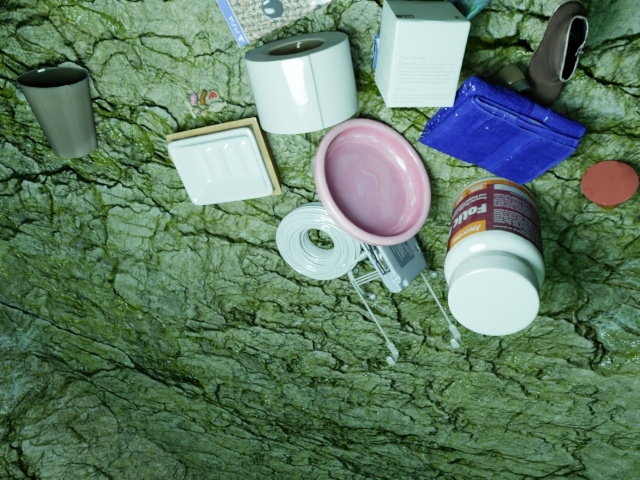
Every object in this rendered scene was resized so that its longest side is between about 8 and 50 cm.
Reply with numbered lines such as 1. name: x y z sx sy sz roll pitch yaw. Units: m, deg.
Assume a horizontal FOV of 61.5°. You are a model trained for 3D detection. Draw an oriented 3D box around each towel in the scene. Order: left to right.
1. towel: 0.412 -0.235 1.237 0.308 0.076 0.227 19 147 -15

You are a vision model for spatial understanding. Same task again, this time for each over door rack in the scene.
1. over door rack: 0.254 0.190 1.629 0.240 0.108 0.324 -24 92 30

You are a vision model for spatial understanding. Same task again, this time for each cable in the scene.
1. cable: 0.000 0.000 1.612 0.257 0.089 0.257 39 127 -9

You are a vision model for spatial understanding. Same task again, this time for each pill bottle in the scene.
1. pill bottle: 0.417 0.028 1.298 0.224 0.392 0.224 9 125 13

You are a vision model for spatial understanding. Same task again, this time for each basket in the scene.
1. basket: -0.745 -0.368 1.571 0.204 0.154 0.226 7 129 12

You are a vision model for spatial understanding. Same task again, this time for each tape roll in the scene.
1. tape roll: -0.042 -0.374 1.267 0.246 0.246 0.169 0 124 19

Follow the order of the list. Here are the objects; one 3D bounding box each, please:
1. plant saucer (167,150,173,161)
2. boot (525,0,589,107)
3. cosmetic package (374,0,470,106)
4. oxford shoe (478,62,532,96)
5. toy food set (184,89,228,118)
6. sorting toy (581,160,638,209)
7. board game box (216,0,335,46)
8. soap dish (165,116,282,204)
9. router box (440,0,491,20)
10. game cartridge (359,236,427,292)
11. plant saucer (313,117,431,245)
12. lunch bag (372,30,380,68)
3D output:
1. plant saucer: -0.421 -0.257 1.620 0.084 0.013 0.083 9 127 13
2. boot: 0.487 -0.363 1.119 0.090 0.207 0.248 10 126 12
3. cosmetic package: 0.210 -0.400 1.153 0.151 0.151 0.183 -1 128 -7
4. oxford shoe: 0.382 -0.333 1.269 0.227 0.083 0.096 -32 75 43
5. toy food set: -0.324 -0.382 1.496 0.122 0.019 0.078 -17 117 28
6. sorting toy: 0.813 -0.129 1.262 0.366 0.127 0.126 -10 149 21
7. board game box: -0.093 -0.607 1.186 0.291 0.141 0.232 -16 117 27
8. soap dish: -0.265 -0.226 1.524 0.291 0.118 0.229 -5 121 22
9. router box: 0.306 -0.542 1.162 0.122 0.038 0.092 44 125 -14
10. game cartridge: 0.173 -0.023 1.448 0.060 0.196 0.294 -30 90 41
11. plant saucer: 0.122 -0.139 1.343 0.332 0.332 0.084 40 148 -11
12. lunch bag: 0.155 -0.449 1.259 0.065 0.067 0.098 11 126 11
